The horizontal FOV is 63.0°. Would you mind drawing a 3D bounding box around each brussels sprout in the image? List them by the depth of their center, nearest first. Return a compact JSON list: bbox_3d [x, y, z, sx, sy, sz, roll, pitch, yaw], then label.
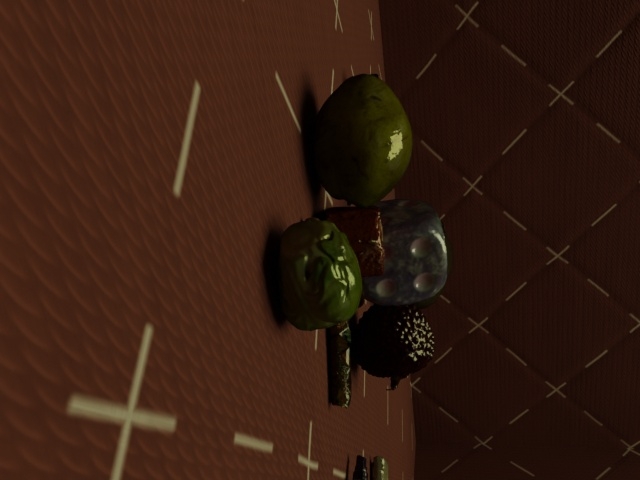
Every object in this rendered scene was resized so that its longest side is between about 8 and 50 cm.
[{"bbox_3d":[0.001,0.065,0.997,0.223,0.161,0.223,4,90,-79],"label":"brussels sprout"}]

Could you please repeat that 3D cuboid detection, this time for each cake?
[{"bbox_3d":[0.092,-0.001,1.369,0.283,0.151,0.176,-73,160,-83],"label":"cake"}]

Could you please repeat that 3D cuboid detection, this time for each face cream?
[{"bbox_3d":[0.104,0.733,1.445,0.273,0.078,0.078,-79,160,-45],"label":"face cream"}]

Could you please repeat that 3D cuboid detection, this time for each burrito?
[{"bbox_3d":[0.215,0.908,1.901,0.087,0.061,0.225,51,37,-60],"label":"burrito"}]

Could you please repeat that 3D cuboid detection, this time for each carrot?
[{"bbox_3d":[0.050,0.318,1.366,0.069,0.069,0.228,18,71,-76],"label":"carrot"}]

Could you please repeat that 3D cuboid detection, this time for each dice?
[{"bbox_3d":[0.241,0.031,1.666,0.270,0.272,0.270,-98,179,-66],"label":"dice"}]

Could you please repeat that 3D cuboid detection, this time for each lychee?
[{"bbox_3d":[0.237,0.336,1.699,0.264,0.265,0.299,-15,104,-76],"label":"lychee"}]

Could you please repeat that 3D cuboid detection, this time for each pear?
[{"bbox_3d":[0.101,-0.244,1.294,0.269,0.269,0.321,-13,111,-76],"label":"pear"}]

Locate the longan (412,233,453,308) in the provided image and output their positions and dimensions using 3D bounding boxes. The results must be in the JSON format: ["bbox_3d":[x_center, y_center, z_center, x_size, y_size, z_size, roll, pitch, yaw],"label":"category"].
[{"bbox_3d":[0.391,0.086,2.221,0.405,0.336,0.404,25,52,-38],"label":"longan"}]

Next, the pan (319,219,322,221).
[{"bbox_3d":[-0.001,0.000,1.292,0.115,0.024,0.068,70,21,-45],"label":"pan"}]

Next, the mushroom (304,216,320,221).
[{"bbox_3d":[0.003,0.052,1.199,0.094,0.072,0.209,-56,142,-54],"label":"mushroom"}]

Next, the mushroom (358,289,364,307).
[{"bbox_3d":[0.086,0.112,1.517,0.135,0.080,0.170,-121,-154,-90],"label":"mushroom"}]

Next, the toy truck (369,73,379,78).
[{"bbox_3d":[0.153,-0.519,1.872,0.216,0.116,0.110,-28,115,-83],"label":"toy truck"}]
